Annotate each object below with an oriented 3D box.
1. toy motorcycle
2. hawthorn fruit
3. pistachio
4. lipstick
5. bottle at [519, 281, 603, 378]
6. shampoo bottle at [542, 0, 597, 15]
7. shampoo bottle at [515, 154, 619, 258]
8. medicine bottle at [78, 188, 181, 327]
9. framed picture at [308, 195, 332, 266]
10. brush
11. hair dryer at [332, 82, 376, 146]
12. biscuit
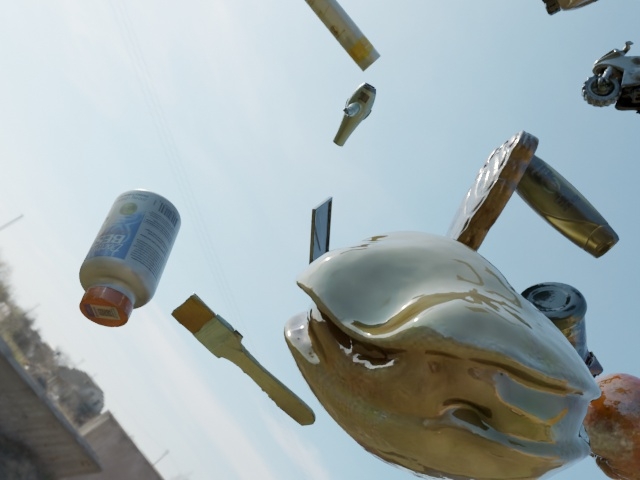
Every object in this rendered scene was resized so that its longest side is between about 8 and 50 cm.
[{"bbox_3d":[0.729,-0.366,1.266,0.270,0.159,0.106,0,-32,14],"label":"toy motorcycle"},{"bbox_3d":[0.684,0.416,1.256,0.235,0.262,0.232,113,-35,-58],"label":"hawthorn fruit"},{"bbox_3d":[0.132,0.133,0.708,0.365,0.282,0.445,17,3,-15],"label":"pistachio"},{"bbox_3d":[0.033,-0.505,1.282,0.264,0.059,0.059,48,-27,-9],"label":"lipstick"},{"bbox_3d":[0.485,0.223,1.142,0.156,0.143,0.271,7,-53,41],"label":"bottle"},{"bbox_3d":[0.543,-0.505,1.049,0.256,0.127,0.078,-22,-94,33],"label":"shampoo bottle"},{"bbox_3d":[0.686,-0.099,1.603,0.350,0.125,0.084,49,-6,16],"label":"shampoo bottle"},{"bbox_3d":[-0.406,0.038,1.188,0.156,0.289,0.157,5,-43,4],"label":"medicine bottle"},{"bbox_3d":[0.000,0.000,1.059,0.011,0.109,0.149,8,-72,15],"label":"framed picture"},{"bbox_3d":[-0.132,0.229,1.039,0.336,0.020,0.085,46,-62,-9],"label":"brush"},{"bbox_3d":[0.084,-0.389,1.871,0.092,0.267,0.229,33,-48,4],"label":"hair dryer"},{"bbox_3d":[0.391,-0.098,1.349,0.074,0.359,0.381,25,-55,4],"label":"biscuit"}]
